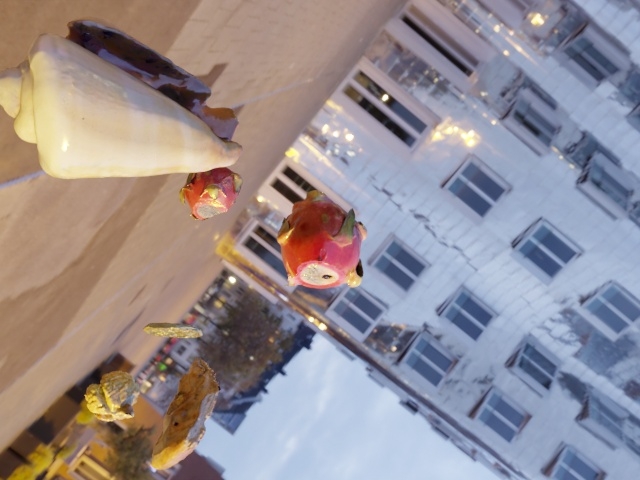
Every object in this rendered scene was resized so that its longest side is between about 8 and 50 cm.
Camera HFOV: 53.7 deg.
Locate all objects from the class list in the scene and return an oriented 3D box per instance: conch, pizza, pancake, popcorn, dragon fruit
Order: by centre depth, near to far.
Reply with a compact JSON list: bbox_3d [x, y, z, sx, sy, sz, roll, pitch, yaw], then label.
[{"bbox_3d":[-0.205,-0.117,0.637,0.127,0.255,0.158,-34,-127,29],"label":"conch"},{"bbox_3d":[-0.154,-0.068,0.853,0.083,0.060,0.056,-16,-138,27],"label":"dragon fruit"},{"bbox_3d":[-0.323,0.255,1.004,0.084,0.084,0.084,-51,-175,6],"label":"popcorn"},{"bbox_3d":[-0.261,0.160,1.117,0.108,0.108,0.017,138,-46,-63],"label":"pancake"},{"bbox_3d":[0.002,0.003,1.515,0.224,0.224,0.227,-45,-153,52],"label":"dragon fruit"},{"bbox_3d":[-0.321,0.402,1.541,0.189,0.071,0.297,-35,-153,41],"label":"pizza"}]
